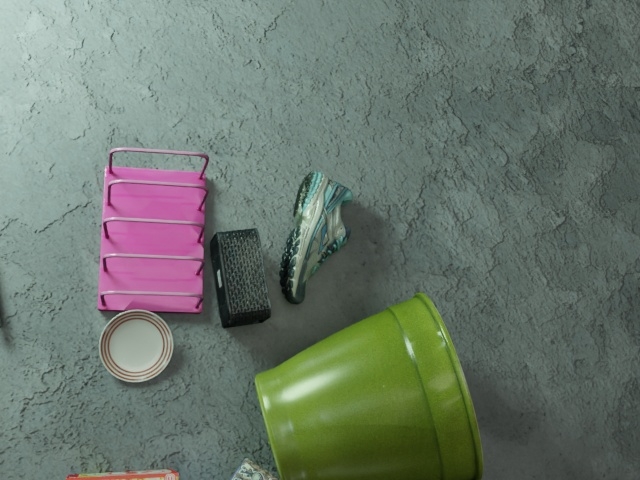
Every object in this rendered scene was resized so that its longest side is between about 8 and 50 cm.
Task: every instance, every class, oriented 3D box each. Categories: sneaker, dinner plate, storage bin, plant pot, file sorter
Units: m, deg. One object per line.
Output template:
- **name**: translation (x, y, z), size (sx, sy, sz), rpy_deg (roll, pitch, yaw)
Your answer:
- **sneaker**: translation (0.000, 0.000, 1.802), size (0.122, 0.110, 0.283), rpy_deg (18, 74, -13)
- **dinner plate**: translation (-0.356, 0.203, 1.701), size (0.141, 0.017, 0.141), rpy_deg (0, 91, -15)
- **storage bin**: translation (-0.160, 0.075, 1.735), size (0.084, 0.122, 0.180), rpy_deg (-8, 80, -16)
- **plant pot**: translation (0.072, 0.320, 1.645), size (0.353, 0.366, 0.366), rpy_deg (-16, 82, -6)
- **file sorter**: translation (-0.316, -0.018, 1.685), size (0.202, 0.182, 0.290), rpy_deg (3, 77, -13)

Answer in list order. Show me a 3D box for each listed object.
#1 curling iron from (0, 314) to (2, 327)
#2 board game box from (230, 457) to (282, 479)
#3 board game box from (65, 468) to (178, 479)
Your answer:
- **curling iron**: translation (-0.652, 0.039, 1.664), size (0.068, 0.035, 0.274), rpy_deg (-21, 83, -13)
- **board game box**: translation (-0.072, 0.563, 1.548), size (0.291, 0.232, 0.141), rpy_deg (32, 44, 6)
- **board game box**: translation (-0.359, 0.443, 1.590), size (0.194, 0.147, 0.045), rpy_deg (1, 78, -15)
